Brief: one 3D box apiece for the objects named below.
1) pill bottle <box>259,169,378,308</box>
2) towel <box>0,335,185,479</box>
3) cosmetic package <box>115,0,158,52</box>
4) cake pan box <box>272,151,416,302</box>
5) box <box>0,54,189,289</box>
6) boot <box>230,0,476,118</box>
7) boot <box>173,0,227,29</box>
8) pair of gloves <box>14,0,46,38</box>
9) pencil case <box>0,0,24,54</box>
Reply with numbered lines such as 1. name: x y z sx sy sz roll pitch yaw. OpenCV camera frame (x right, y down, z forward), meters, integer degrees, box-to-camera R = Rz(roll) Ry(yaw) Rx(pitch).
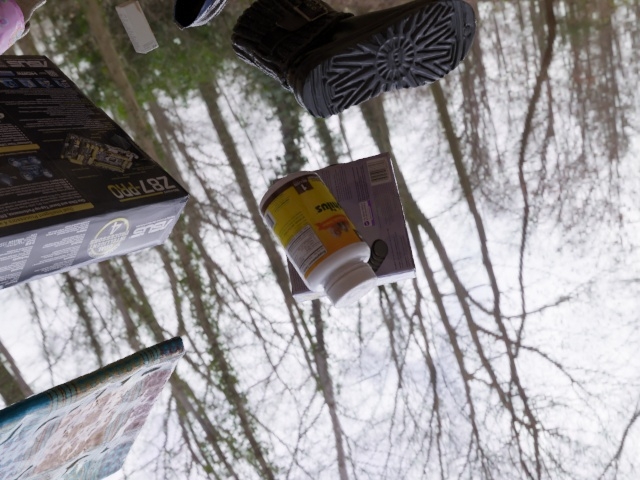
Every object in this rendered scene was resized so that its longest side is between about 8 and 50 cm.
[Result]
1. pill bottle: 0.000 0.000 1.184 0.117 0.117 0.215 -30 -110 -12
2. towel: -0.337 0.269 0.915 0.040 0.271 0.370 40 -154 18
3. cosmetic package: -0.431 -0.503 1.734 0.041 0.115 0.060 -35 -147 -22
4. cake pan box: 0.045 -0.031 1.463 0.245 0.070 0.267 -14 -109 6
5. box: -0.390 -0.092 0.843 0.318 0.097 0.395 40 -152 16
6. boot: 0.050 -0.344 1.209 0.348 0.131 0.260 -22 -138 -19
7. boot: -0.153 -0.413 1.135 0.219 0.082 0.106 -50 -168 30
8. pair of gloves: -0.683 -0.477 1.446 0.042 0.240 0.204 -51 -157 41
9. pencil case: -0.650 -0.334 1.283 0.124 0.124 0.284 9 -127 41
